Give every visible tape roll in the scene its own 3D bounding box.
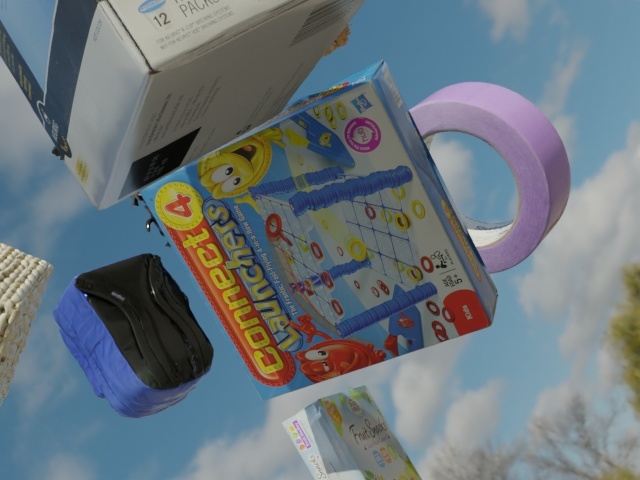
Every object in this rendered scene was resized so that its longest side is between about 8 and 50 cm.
[{"bbox_3d":[0.223,-0.090,1.442,0.090,0.275,0.275,-39,-34,-46],"label":"tape roll"}]

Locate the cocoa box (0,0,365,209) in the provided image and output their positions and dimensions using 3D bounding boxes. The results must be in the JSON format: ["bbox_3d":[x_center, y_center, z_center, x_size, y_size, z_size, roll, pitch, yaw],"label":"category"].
[{"bbox_3d":[-0.135,-0.212,0.822,0.231,0.228,0.347,-32,-2,-22],"label":"cocoa box"}]

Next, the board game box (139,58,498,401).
[{"bbox_3d":[0.000,0.000,1.110,0.308,0.302,0.086,61,-157,-16],"label":"board game box"}]

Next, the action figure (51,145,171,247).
[{"bbox_3d":[-0.228,-0.095,1.378,0.164,0.276,0.141,-33,26,51],"label":"action figure"}]

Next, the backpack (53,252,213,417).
[{"bbox_3d":[-0.151,0.086,0.811,0.098,0.120,0.101,-25,-21,-44],"label":"backpack"}]

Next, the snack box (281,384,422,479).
[{"bbox_3d":[0.050,0.295,1.329,0.070,0.174,0.207,-35,-14,14],"label":"snack box"}]

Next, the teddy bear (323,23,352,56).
[{"bbox_3d":[-0.062,-0.475,1.685,0.113,0.245,0.338,-45,-40,-61],"label":"teddy bear"}]

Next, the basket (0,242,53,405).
[{"bbox_3d":[-0.657,0.161,1.677,0.331,0.266,0.328,-110,42,-77],"label":"basket"}]
